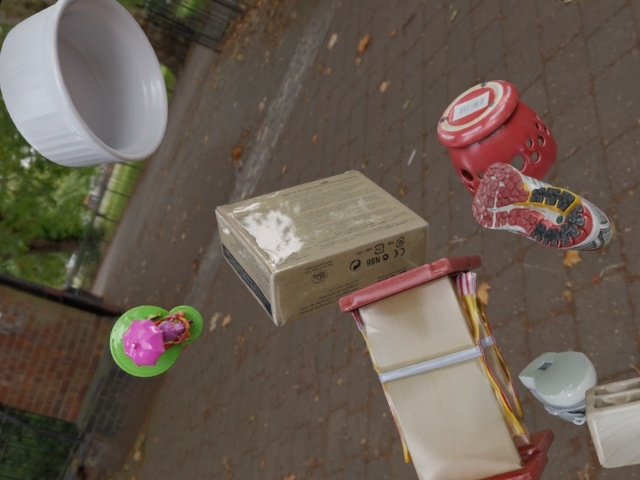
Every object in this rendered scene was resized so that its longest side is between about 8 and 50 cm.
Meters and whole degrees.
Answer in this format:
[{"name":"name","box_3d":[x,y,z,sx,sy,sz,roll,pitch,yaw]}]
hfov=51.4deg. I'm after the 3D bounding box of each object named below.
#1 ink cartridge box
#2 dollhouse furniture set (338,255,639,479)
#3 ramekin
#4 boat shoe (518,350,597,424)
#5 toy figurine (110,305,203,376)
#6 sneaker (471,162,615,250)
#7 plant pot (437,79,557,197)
[{"name":"ink cartridge box","box_3d":[0.000,0.000,0.919,0.193,0.234,0.088,44,145,50]},{"name":"dollhouse furniture set","box_3d":[0.227,0.082,0.570,0.373,0.152,0.202,-22,81,21]},{"name":"ramekin","box_3d":[-0.385,-0.253,1.092,0.135,0.277,0.277,-11,51,22]},{"name":"boat shoe","box_3d":[0.337,0.203,0.903,0.079,0.081,0.227,-42,-7,-1]},{"name":"toy figurine","box_3d":[-0.280,0.169,1.156,0.130,0.173,0.159,69,163,0]},{"name":"sneaker","box_3d":[0.280,-0.035,0.864,0.088,0.092,0.225,-67,29,13]},{"name":"plant pot","box_3d":[0.332,-0.195,1.283,0.191,0.174,0.191,-32,32,23]}]
